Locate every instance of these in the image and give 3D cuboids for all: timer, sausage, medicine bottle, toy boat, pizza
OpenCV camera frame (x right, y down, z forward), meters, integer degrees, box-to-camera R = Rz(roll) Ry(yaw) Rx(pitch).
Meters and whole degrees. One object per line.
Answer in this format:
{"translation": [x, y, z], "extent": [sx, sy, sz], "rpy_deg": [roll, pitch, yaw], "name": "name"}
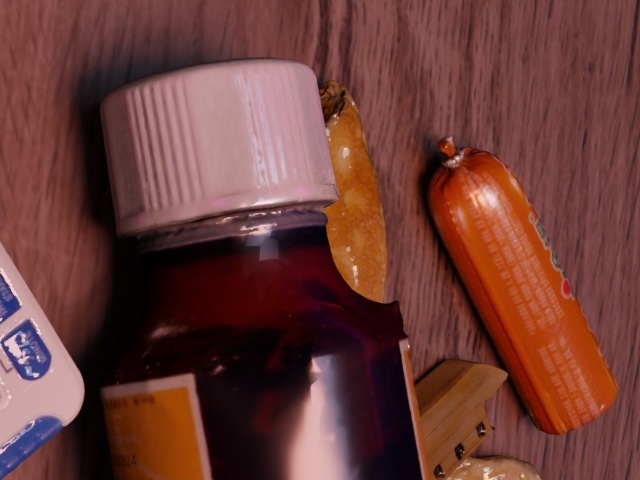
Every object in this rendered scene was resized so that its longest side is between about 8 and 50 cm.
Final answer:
{"translation": [-0.290, 0.060, 1.067], "extent": [0.178, 0.078, 0.253], "rpy_deg": [-39, 114, -30], "name": "timer"}
{"translation": [0.180, 0.034, 1.455], "extent": [0.093, 0.093, 0.312], "rpy_deg": [-42, 116, -31], "name": "sausage"}
{"translation": [-0.047, 0.066, 1.171], "extent": [0.242, 0.242, 0.395], "rpy_deg": [-2, 86, -40], "name": "medicine bottle"}
{"translation": [0.095, 0.179, 1.410], "extent": [0.200, 0.057, 0.077], "rpy_deg": [-38, 120, -33], "name": "toy boat"}
{"translation": [0.004, 0.003, 1.329], "extent": [0.134, 0.056, 0.271], "rpy_deg": [-17, 103, -41], "name": "pizza"}

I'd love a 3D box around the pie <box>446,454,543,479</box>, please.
{"translation": [0.147, 0.291, 1.457], "extent": [0.218, 0.052, 0.185], "rpy_deg": [-37, 115, -32], "name": "pie"}
